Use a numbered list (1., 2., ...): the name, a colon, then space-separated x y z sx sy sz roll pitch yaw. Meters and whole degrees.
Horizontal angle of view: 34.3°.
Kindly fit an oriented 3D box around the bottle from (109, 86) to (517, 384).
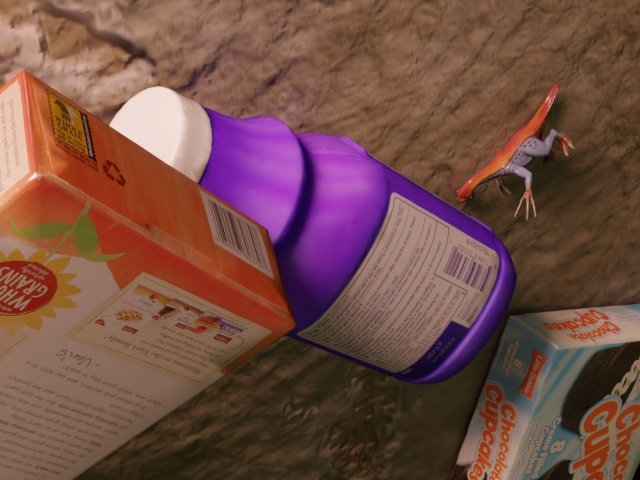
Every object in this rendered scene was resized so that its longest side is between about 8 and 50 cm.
1. bottle: 0.000 0.000 0.599 0.282 0.092 0.118 26 101 -44

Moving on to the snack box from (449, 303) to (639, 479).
1. snack box: 0.196 0.210 0.903 0.187 0.060 0.322 -2 117 -38

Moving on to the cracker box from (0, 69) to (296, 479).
1. cracker box: -0.150 0.048 0.472 0.232 0.067 0.155 -36 138 18

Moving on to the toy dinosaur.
1. toy dinosaur: 0.129 -0.057 0.719 0.082 0.047 0.090 -9 88 -24

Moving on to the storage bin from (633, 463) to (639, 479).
1. storage bin: 0.360 0.265 1.022 0.084 0.122 0.180 -24 128 -25
